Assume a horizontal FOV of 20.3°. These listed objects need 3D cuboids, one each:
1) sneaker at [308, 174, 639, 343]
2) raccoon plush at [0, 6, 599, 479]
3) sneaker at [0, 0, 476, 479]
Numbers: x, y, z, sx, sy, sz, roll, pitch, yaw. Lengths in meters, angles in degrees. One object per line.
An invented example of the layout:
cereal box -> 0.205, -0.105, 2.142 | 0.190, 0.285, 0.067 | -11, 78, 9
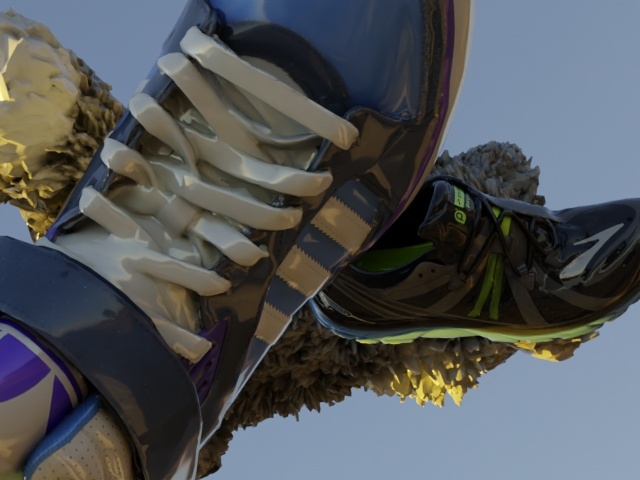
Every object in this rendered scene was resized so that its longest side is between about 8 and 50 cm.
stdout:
sneaker -> 0.081, 0.007, 0.891 | 0.188, 0.067, 0.078 | -6, -45, 10
raccoon plush -> 0.000, 0.000, 1.012 | 0.299, 0.216, 0.446 | -14, -14, 3
sneaker -> -0.064, 0.008, 0.735 | 0.323, 0.130, 0.236 | -58, -6, 33
